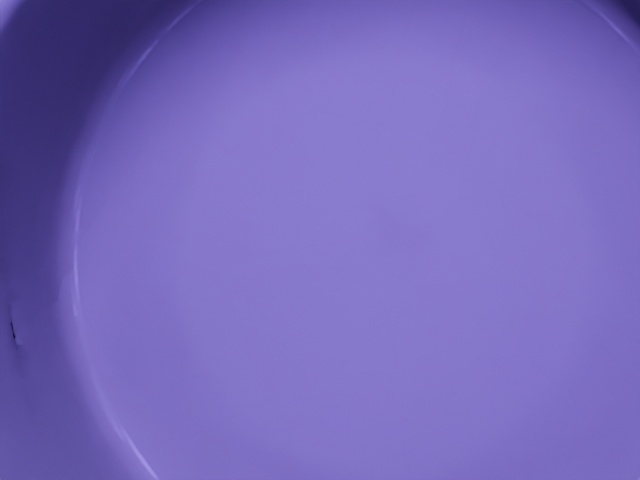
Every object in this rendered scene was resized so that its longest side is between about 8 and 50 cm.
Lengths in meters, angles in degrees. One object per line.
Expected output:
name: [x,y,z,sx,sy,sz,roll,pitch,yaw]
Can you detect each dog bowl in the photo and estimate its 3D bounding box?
dog bowl: [0.011,0.011,0.605,0.349,0.349,0.102,11,6,16]

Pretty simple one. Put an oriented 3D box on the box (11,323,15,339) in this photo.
box: [0.000,0.000,0.699,0.322,0.257,0.079,29,9,13]
